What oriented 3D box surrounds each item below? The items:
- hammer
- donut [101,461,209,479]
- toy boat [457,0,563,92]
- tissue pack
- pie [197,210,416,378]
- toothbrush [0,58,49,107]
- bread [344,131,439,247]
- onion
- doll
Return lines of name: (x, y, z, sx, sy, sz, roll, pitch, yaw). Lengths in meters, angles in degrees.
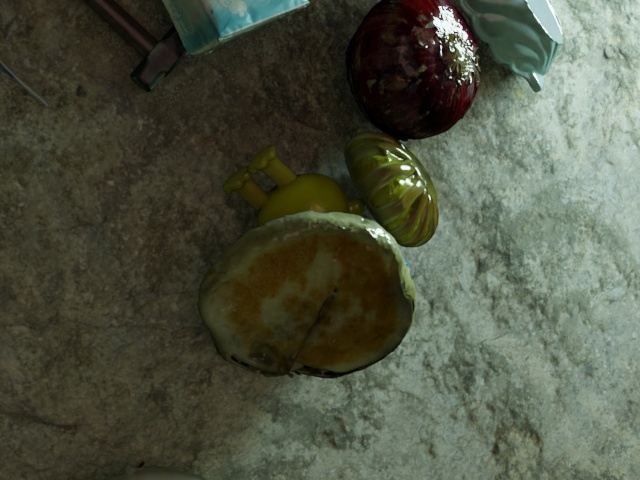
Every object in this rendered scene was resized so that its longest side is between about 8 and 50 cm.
hammer: (-0.356, -0.386, 1.469, 0.365, 0.043, 0.111, 43, 76, -15)
donut: (-0.269, 0.520, 1.459, 0.383, 0.142, 0.382, 0, 90, -21)
toy boat: (0.326, -0.391, 1.661, 0.290, 0.100, 0.199, 48, 41, -32)
tissue pack: (-0.165, -0.437, 1.481, 0.201, 0.124, 0.271, -32, 101, -37)
pie: (-0.019, 0.094, 1.506, 0.339, 0.077, 0.339, -2, 123, -3)
toothbrush: (-0.462, -0.256, 1.444, 0.162, 0.014, 0.017, 43, 62, -16)
bread: (0.123, -0.084, 1.567, 0.105, 0.213, 0.213, -27, 102, 12)
onion: (0.149, -0.281, 1.586, 0.246, 0.190, 0.246, 9, 76, -39)
doll: (0.000, 0.000, 1.574, 0.199, 0.145, 0.363, -34, 117, 23)
